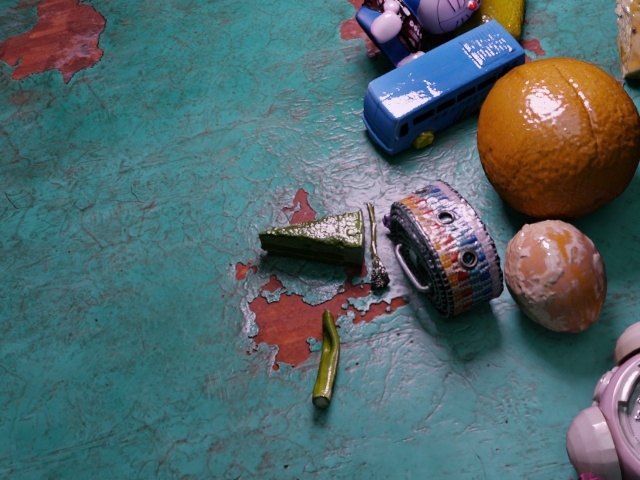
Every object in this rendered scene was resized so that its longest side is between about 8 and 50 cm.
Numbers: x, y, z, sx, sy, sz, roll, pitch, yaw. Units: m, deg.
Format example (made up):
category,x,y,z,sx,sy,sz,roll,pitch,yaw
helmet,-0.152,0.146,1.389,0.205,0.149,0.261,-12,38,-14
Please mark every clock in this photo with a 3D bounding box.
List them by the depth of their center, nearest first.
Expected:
category,x,y,z,sx,sy,sz,roll,pitch,yaw
clock,0.638,0.328,1.363,0.326,0.184,0.342,27,63,25

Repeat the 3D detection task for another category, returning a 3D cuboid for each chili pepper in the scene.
category,x,y,z,sx,sy,sz,roll,pitch,yaw
chili pepper,0.014,0.239,1.562,0.050,0.052,0.201,17,59,-17

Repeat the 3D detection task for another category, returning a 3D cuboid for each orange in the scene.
category,x,y,z,sx,sy,sz,roll,pitch,yaw
orange,0.486,-0.217,1.607,0.322,0.322,0.357,-19,54,-3

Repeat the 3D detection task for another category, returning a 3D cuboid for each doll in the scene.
category,x,y,z,sx,sy,sz,roll,pitch,yaw
doll,0.239,-0.573,1.811,0.310,0.284,0.240,-42,62,8

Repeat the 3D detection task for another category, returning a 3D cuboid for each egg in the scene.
category,x,y,z,sx,sy,sz,roll,pitch,yaw
egg,0.463,0.071,1.518,0.195,0.195,0.233,-32,79,-10

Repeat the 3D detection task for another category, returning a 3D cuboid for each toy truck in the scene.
category,x,y,z,sx,sy,sz,roll,pitch,yaw
toy truck,0.281,-0.354,1.793,0.385,0.162,0.161,-28,63,-8

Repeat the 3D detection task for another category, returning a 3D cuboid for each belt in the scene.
category,x,y,z,sx,sy,sz,roll,pitch,yaw
belt,0.235,0.013,1.570,0.160,0.207,0.295,-24,63,-9

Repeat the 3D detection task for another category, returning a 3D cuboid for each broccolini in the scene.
category,x,y,z,sx,sy,sz,roll,pitch,yaw
broccolini,0.116,0.011,1.691,0.044,0.042,0.218,-10,54,3

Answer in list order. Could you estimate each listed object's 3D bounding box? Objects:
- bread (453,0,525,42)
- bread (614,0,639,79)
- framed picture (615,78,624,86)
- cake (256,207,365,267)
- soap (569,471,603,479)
category,x,y,z,sx,sy,sz,roll,pitch,yaw
bread,0.440,-0.645,1.961,0.166,0.112,0.383,7,62,12
bread,0.818,-0.480,1.775,0.252,0.196,0.238,-5,59,8
framed picture,0.669,-0.363,1.835,0.089,0.006,0.066,15,64,15
cake,-0.016,0.013,1.662,0.235,0.100,0.099,-10,60,1
soap,0.411,0.463,1.272,0.162,0.250,0.099,-27,59,-6
